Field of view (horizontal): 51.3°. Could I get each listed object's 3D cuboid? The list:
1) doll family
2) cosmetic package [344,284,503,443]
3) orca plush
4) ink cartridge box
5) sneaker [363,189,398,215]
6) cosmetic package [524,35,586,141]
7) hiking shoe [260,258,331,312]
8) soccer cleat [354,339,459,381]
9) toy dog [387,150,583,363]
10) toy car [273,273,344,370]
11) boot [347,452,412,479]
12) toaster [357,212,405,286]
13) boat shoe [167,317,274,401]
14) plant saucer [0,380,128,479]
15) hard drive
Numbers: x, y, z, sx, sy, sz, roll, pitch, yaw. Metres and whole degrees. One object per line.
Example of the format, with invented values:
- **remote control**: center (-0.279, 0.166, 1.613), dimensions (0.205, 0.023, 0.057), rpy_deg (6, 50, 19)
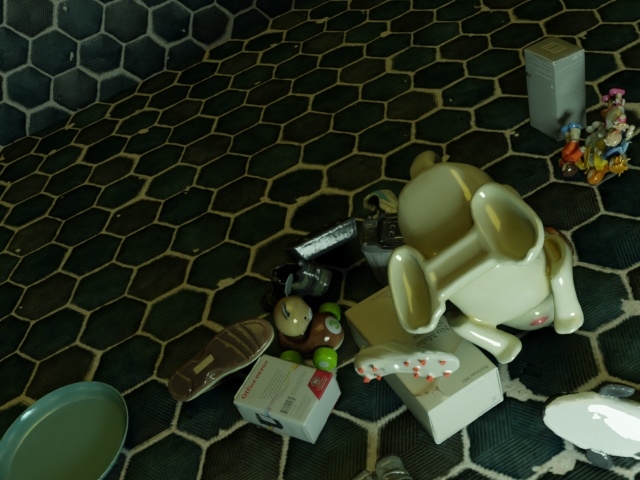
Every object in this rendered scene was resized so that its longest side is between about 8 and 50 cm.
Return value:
- **doll family**: center (0.671, -0.224, 1.567), dimensions (0.118, 0.263, 0.163), rpy_deg (13, 69, -9)
- **cosmetic package**: center (0.196, 0.225, 1.317), dimensions (0.160, 0.113, 0.309), rpy_deg (-31, 40, -12)
- **orca plush**: center (0.521, 0.291, 1.120), dimensions (0.287, 0.151, 0.102), rpy_deg (-9, 10, 17)
- **ink cartridge box**: center (-0.067, 0.317, 1.352), dimensions (0.175, 0.072, 0.127), rpy_deg (10, 49, 31)
- **sneaker**: center (0.189, -0.057, 1.651), dimensions (0.086, 0.085, 0.237), rpy_deg (-22, 33, -19)
- **cosmetic package**: center (0.614, -0.394, 1.737), dimensions (0.107, 0.238, 0.127), rpy_deg (-26, 37, -10)
- **hiking shoe**: center (-0.080, 0.094, 1.526), dimensions (0.226, 0.114, 0.086), rpy_deg (-29, 36, 41)
- **soccer cleat**: center (0.155, 0.211, 1.213), dimensions (0.196, 0.068, 0.076), rpy_deg (-7, 40, 21)
- **toy dog**: center (0.318, 0.044, 1.266), dimensions (0.284, 0.407, 0.395), rpy_deg (-46, 45, 18)
- **toy car**: center (-0.040, 0.164, 1.421), dimensions (0.148, 0.188, 0.155), rpy_deg (-8, 42, 14)
- **boot**: center (0.077, 0.479, 1.122), dimensions (0.246, 0.084, 0.161), rpy_deg (-29, 35, -21)
- **toaster**: center (0.205, 0.020, 1.513), dimensions (0.226, 0.147, 0.129), rpy_deg (-6, 43, 17)
- **boat shoe**: center (-0.209, 0.255, 1.446), dimensions (0.257, 0.095, 0.095), rpy_deg (-32, 73, 2)
- **plant saucer**: center (-0.554, 0.447, 1.434), dimensions (0.317, 0.044, 0.318), rpy_deg (-11, 42, 10)
- **hard drive**: center (0.000, 0.000, 1.600), dimensions (0.171, 0.054, 0.254), rpy_deg (-27, 4, -8)
